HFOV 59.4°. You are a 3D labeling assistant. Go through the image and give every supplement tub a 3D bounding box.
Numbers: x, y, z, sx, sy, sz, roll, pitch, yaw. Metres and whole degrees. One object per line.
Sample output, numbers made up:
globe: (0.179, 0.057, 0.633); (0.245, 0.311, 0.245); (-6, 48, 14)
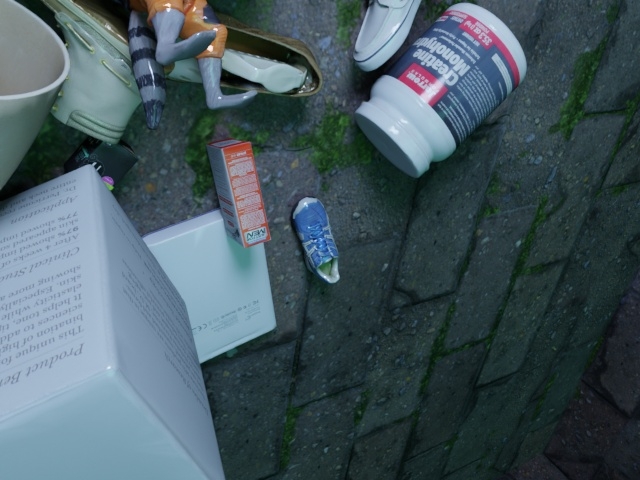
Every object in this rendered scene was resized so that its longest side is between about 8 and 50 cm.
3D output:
supplement tub: (0.214, -0.268, 1.017); (0.272, 0.191, 0.191); (-45, 136, 0)

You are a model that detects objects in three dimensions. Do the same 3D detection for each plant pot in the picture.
plant pot: (-0.449, -0.125, 0.631); (0.256, 0.256, 0.274); (5, 133, -38)

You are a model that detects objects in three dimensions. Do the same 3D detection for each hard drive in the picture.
hard drive: (-0.201, 0.090, 1.083); (0.210, 0.040, 0.319); (-23, 132, -22)

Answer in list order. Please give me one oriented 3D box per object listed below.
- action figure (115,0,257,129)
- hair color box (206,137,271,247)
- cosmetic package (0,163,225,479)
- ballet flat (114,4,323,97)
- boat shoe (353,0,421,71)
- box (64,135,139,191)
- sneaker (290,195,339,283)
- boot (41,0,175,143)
action figure: (-0.221, -0.307, 0.605); (0.178, 0.330, 0.341); (-35, 173, 17)
hair color box: (-0.137, -0.081, 0.936); (0.053, 0.093, 0.167); (-17, 111, -23)
cosmetic package: (-0.362, 0.177, 0.745); (0.329, 0.394, 0.327); (-23, 133, -5)
ballet flat: (-0.136, -0.263, 0.816); (0.342, 0.124, 0.116); (3, 121, -37)
boat shoe: (0.120, -0.412, 0.916); (0.088, 0.096, 0.267); (25, 103, -40)
box: (-0.326, -0.117, 0.835); (0.083, 0.052, 0.062); (-47, 135, 2)
sneaker: (0.000, 0.000, 1.135); (0.080, 0.081, 0.211); (-30, 132, -13)
boot: (-0.318, -0.240, 0.727); (0.213, 0.077, 0.165); (38, 122, -17)
